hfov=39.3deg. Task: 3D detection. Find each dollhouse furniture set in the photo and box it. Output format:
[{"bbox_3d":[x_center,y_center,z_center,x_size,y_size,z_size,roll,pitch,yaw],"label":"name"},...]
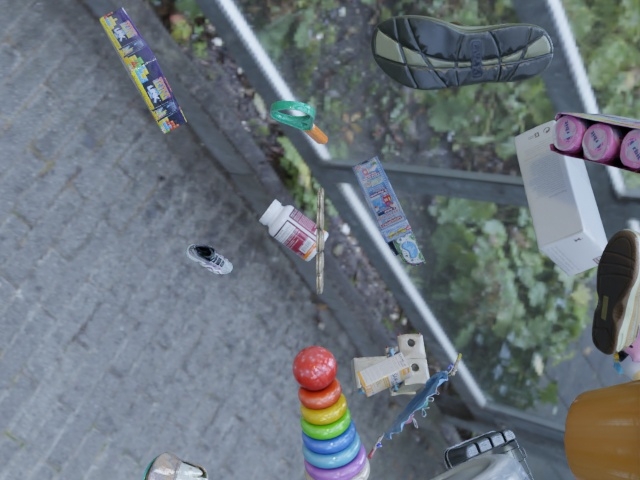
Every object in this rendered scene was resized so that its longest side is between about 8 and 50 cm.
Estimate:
[{"bbox_3d":[0.156,0.310,2.218,0.184,0.129,0.128,-1,68,-13],"label":"dollhouse furniture set"}]

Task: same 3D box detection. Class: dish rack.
[{"bbox_3d":[0.405,0.559,1.985,0.208,0.074,0.271,-7,68,-43],"label":"dish rack"}]

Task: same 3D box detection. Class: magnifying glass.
[{"bbox_3d":[-0.036,-0.250,1.915,0.231,0.092,0.026,28,65,-67],"label":"magnifying glass"}]

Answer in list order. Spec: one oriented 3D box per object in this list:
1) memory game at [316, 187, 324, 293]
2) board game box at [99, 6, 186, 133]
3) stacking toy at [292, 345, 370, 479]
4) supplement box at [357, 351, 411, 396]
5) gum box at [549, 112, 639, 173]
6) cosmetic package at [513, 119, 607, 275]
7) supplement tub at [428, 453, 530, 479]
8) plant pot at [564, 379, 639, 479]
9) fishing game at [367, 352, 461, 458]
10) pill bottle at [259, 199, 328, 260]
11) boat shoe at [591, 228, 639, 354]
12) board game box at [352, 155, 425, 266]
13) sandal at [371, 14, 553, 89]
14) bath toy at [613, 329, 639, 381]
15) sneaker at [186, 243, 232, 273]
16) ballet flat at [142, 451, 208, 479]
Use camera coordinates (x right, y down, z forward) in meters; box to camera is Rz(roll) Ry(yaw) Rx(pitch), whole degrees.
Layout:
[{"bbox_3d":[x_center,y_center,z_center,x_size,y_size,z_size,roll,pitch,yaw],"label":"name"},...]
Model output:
[{"bbox_3d":[0.000,0.000,1.548,0.186,0.012,0.186,1,90,-89],"label":"memory game"},{"bbox_3d":[-0.289,-0.278,1.465,0.048,0.170,0.141,-29,141,-8],"label":"board game box"},{"bbox_3d":[0.013,0.358,1.841,0.141,0.141,0.330,-33,124,-39],"label":"stacking toy"},{"bbox_3d":[0.127,0.267,1.784,0.098,0.036,0.062,-25,149,-3],"label":"supplement box"},{"bbox_3d":[0.427,-0.139,1.269,0.107,0.188,0.062,-2,107,-31],"label":"gum box"},{"bbox_3d":[0.397,-0.071,1.481,0.117,0.086,0.231,36,41,-41],"label":"cosmetic package"},{"bbox_3d":[0.183,0.407,0.898,0.207,0.207,0.338,-20,78,-44],"label":"supplement tub"},{"bbox_3d":[0.427,0.258,1.150,0.205,0.188,0.205,7,80,-43],"label":"plant pot"},{"bbox_3d":[0.200,0.339,1.817,0.264,0.041,0.189,-49,174,12],"label":"fishing game"},{"bbox_3d":[-0.064,-0.027,2.101,0.152,0.086,0.086,37,65,-4],"label":"pill bottle"},{"bbox_3d":[0.433,0.068,1.266,0.072,0.068,0.189,-9,120,-24],"label":"boat shoe"},{"bbox_3d":[0.141,-0.040,1.794,0.060,0.194,0.194,-24,122,5],"label":"board game box"},{"bbox_3d":[0.234,-0.315,1.511,0.086,0.303,0.120,-95,-172,-70],"label":"sandal"},{"bbox_3d":[0.588,0.163,1.623,0.151,0.129,0.348,-69,154,-20],"label":"bath toy"},{"bbox_3d":[-0.207,0.035,1.725,0.098,0.069,0.038,24,74,-19],"label":"sneaker"},{"bbox_3d":[-0.303,0.518,1.956,0.316,0.106,0.107,70,29,-79],"label":"ballet flat"}]
